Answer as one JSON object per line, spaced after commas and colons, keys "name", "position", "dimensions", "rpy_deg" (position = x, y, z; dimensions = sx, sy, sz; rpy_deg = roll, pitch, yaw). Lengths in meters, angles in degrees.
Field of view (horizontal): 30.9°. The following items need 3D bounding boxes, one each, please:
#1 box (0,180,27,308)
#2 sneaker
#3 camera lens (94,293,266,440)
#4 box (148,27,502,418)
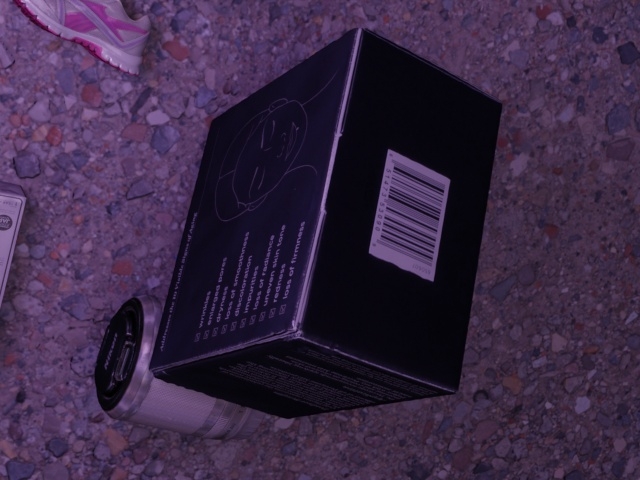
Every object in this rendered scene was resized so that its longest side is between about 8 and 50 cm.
{"name": "box", "position": [-0.599, 0.039, 1.895], "dimensions": [0.169, 0.087, 0.290], "rpy_deg": [10, 103, -24]}
{"name": "sneaker", "position": [-0.379, -0.366, 1.850], "dimensions": [0.252, 0.103, 0.111], "rpy_deg": [27, 92, -33]}
{"name": "camera lens", "position": [-0.240, 0.225, 2.026], "dimensions": [0.274, 0.219, 0.219], "rpy_deg": [18, 100, -26]}
{"name": "box", "position": [0.000, 0.000, 1.812], "dimensions": [0.297, 0.471, 0.480], "rpy_deg": [23, 67, -28]}
